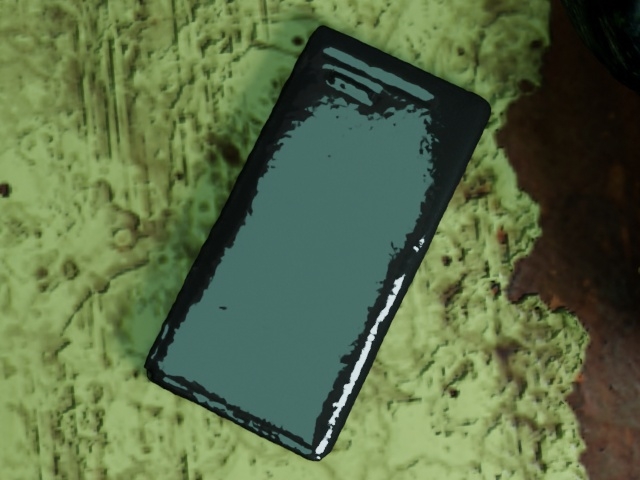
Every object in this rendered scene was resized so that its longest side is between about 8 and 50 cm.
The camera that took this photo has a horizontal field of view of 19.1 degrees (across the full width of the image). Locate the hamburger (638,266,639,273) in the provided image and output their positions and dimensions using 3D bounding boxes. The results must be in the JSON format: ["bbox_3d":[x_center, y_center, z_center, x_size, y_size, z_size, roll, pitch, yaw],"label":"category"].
[{"bbox_3d":[0.294,0.005,1.090,0.237,0.147,0.237,0,90,-4],"label":"hamburger"}]

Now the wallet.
[{"bbox_3d":[0.000,0.000,1.149,0.124,0.025,0.244,26,84,2],"label":"wallet"}]

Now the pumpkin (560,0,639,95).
[{"bbox_3d":[0.264,-0.158,0.950,0.315,0.315,0.238,-10,111,-1],"label":"pumpkin"}]
